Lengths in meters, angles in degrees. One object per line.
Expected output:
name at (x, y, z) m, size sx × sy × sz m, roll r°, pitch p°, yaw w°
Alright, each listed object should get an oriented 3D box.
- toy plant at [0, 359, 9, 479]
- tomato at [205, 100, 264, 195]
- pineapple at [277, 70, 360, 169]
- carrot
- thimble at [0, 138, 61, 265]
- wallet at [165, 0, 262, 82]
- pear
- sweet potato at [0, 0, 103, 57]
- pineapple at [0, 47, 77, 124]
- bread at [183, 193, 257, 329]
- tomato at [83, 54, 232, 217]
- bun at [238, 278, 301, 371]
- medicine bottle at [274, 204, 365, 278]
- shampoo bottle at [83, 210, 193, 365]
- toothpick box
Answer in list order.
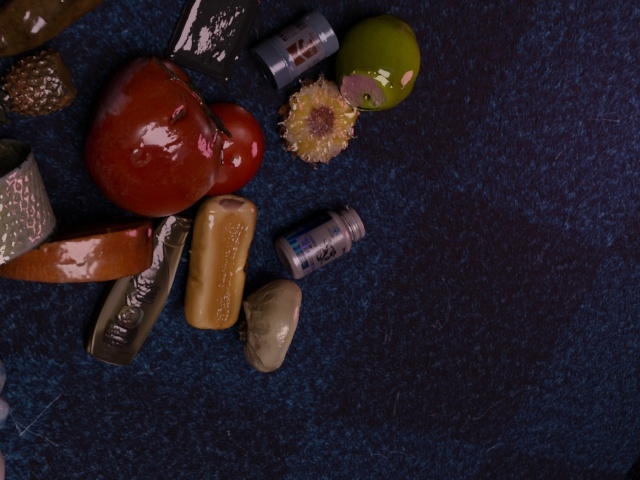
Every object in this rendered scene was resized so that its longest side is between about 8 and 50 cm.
toy plant at (-0.709, 0.340, 1.750) m, size 0.247 × 0.247 × 0.333 m, roll 5°, pitch 109°, yaw -31°
tomato at (-0.203, -0.182, 1.811) m, size 0.195 × 0.136 × 0.195 m, roll -12°, pitch 119°, yaw -23°
pineapple at (-0.008, -0.264, 1.938) m, size 0.221 × 0.047 × 0.221 m, roll -14°, pitch 119°, yaw -27°
carrot at (-0.467, 0.015, 1.702) m, size 0.307 × 0.258 × 0.100 m, roll -5°, pitch 98°, yaw -30°
thimble at (-0.605, -0.062, 1.573) m, size 0.270 × 0.271 × 0.150 m, roll -20°, pitch 120°, yaw -19°
wallet at (-0.189, -0.456, 1.746) m, size 0.146 × 0.030 × 0.286 m, roll 16°, pitch 107°, yaw -30°
pear at (0.125, -0.374, 1.875) m, size 0.188 × 0.187 × 0.220 m, roll 64°, pitch 37°, yaw -35°
sweet potato at (-0.467, -0.428, 1.556) m, size 0.422 × 0.130 × 0.130 m, roll -37°, pitch 127°, yaw 3°
pineapple at (-0.567, -0.255, 1.603) m, size 0.251 × 0.125 × 0.125 m, roll -24°, pitch 124°, yaw -5°
bread at (-0.224, 0.046, 1.943) m, size 0.141 × 0.091 × 0.305 m, roll -1°, pitch 115°, yaw -31°
tomato at (-0.331, -0.182, 1.656) m, size 0.308 × 0.170 × 0.309 m, roll 1°, pitch 99°, yaw 8°
bun at (-0.125, 0.183, 2.015) m, size 0.127 × 0.222 × 0.223 m, roll 21°, pitch 104°, yaw -8°
medicine bottle at (0.000, 0.000, 2.034) m, size 0.191 × 0.107 × 0.107 m, roll -28°, pitch 125°, yaw -13°
shampoo bottle at (-0.374, 0.093, 1.890) m, size 0.125 × 0.084 × 0.350 m, roll 24°, pitch 100°, yaw -33°
toothpick box at (-0.053, -0.384, 1.813) m, size 0.153 × 0.101 × 0.101 m, roll -36°, pitch 126°, yaw -9°
